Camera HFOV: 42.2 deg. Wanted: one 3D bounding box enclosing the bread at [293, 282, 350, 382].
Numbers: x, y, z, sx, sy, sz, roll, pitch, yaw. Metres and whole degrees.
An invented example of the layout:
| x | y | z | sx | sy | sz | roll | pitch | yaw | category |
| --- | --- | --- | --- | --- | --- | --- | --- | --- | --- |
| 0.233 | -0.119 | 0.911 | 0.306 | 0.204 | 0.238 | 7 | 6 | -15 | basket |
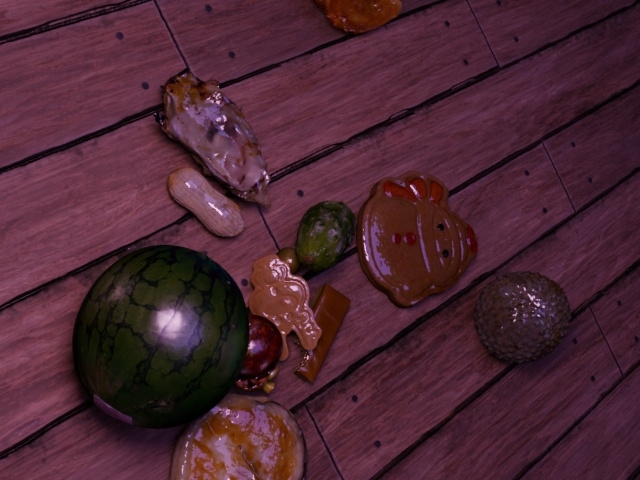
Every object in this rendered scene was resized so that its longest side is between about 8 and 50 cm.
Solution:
| x | y | z | sx | sy | sz | roll | pitch | yaw | category |
| --- | --- | --- | --- | --- | --- | --- | --- | --- | --- |
| -0.009 | 0.217 | 1.957 | 0.088 | 0.049 | 0.226 | 38 | 62 | -19 | bread |

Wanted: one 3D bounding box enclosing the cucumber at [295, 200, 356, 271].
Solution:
| x | y | z | sx | sy | sz | roll | pitch | yaw | category |
| --- | --- | --- | --- | --- | --- | --- | --- | --- | --- |
| 0.001 | 0.003 | 1.909 | 0.134 | 0.134 | 0.244 | 54 | 24 | -10 | cucumber |

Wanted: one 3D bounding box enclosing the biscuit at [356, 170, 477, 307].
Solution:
| x | y | z | sx | sy | sz | roll | pitch | yaw | category |
| --- | --- | --- | --- | --- | --- | --- | --- | --- | --- |
| 0.259 | -0.006 | 2.175 | 0.380 | 0.074 | 0.359 | -1 | 81 | -29 | biscuit |

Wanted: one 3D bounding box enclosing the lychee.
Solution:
| x | y | z | sx | sy | sz | roll | pitch | yaw | category |
| --- | --- | --- | --- | --- | --- | --- | --- | --- | --- |
| 0.535 | 0.201 | 2.182 | 0.255 | 0.274 | 0.256 | 2 | 81 | -10 | lychee |

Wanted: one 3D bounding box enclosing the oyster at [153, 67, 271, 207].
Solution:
| x | y | z | sx | sy | sz | roll | pitch | yaw | category |
| --- | --- | --- | --- | --- | --- | --- | --- | --- | --- |
| -0.231 | -0.227 | 1.901 | 0.361 | 0.096 | 0.221 | 43 | 52 | -15 | oyster |

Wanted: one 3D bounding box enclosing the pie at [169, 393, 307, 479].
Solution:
| x | y | z | sx | sy | sz | roll | pitch | yaw | category |
| --- | --- | --- | --- | --- | --- | --- | --- | --- | --- |
| -0.171 | 0.494 | 1.773 | 0.339 | 0.077 | 0.339 | 6 | 78 | -29 | pie |

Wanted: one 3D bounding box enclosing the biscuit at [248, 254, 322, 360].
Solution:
| x | y | z | sx | sy | sz | roll | pitch | yaw | category |
| --- | --- | --- | --- | --- | --- | --- | --- | --- | --- |
| -0.088 | 0.149 | 1.890 | 0.143 | 0.040 | 0.236 | -20 | 90 | -1 | biscuit |

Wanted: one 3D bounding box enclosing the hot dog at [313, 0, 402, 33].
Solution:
| x | y | z | sx | sy | sz | roll | pitch | yaw | category |
| --- | --- | --- | --- | --- | --- | --- | --- | --- | --- |
| 0.076 | -0.629 | 2.153 | 0.256 | 0.153 | 0.150 | 17 | 40 | -39 | hot dog |

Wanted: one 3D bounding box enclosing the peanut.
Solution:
| x | y | z | sx | sy | sz | roll | pitch | yaw | category |
| --- | --- | --- | --- | --- | --- | --- | --- | --- | --- |
| -0.254 | -0.082 | 1.853 | 0.206 | 0.087 | 0.087 | 42 | 60 | -16 | peanut |

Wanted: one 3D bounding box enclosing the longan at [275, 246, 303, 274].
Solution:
| x | y | z | sx | sy | sz | roll | pitch | yaw | category |
| --- | --- | --- | --- | --- | --- | --- | --- | --- | --- |
| -0.068 | 0.051 | 1.941 | 0.083 | 0.075 | 0.075 | 12 | 68 | 8 | longan |

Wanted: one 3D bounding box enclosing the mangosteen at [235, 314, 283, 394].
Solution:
| x | y | z | sx | sy | sz | roll | pitch | yaw | category |
| --- | --- | --- | --- | --- | --- | --- | --- | --- | --- |
| -0.158 | 0.252 | 1.818 | 0.145 | 0.181 | 0.156 | 20 | 39 | 19 | mangosteen |

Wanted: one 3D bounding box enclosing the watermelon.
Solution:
| x | y | z | sx | sy | sz | roll | pitch | yaw | category |
| --- | --- | --- | --- | --- | --- | --- | --- | --- | --- |
| -0.301 | 0.181 | 1.610 | 0.363 | 0.363 | 0.364 | 8 | 74 | -30 | watermelon |
